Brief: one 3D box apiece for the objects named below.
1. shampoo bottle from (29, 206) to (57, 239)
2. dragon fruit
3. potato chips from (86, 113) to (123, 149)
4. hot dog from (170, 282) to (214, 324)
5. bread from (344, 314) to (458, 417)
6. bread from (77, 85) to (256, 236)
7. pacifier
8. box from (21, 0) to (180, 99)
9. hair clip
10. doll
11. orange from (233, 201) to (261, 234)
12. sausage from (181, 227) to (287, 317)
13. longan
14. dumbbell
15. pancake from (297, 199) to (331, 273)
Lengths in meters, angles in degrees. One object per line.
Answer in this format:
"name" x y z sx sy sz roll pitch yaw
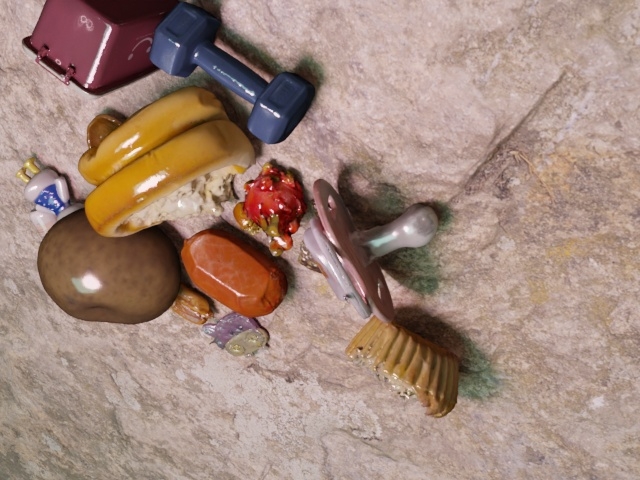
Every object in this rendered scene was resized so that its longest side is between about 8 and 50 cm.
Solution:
"shampoo bottle" -0.725 -0.010 2.258 0.074 0.074 0.192 -5 119 35
"dragon fruit" -0.097 -0.062 1.774 0.150 0.207 0.133 1 154 -16
"potato chips" -0.474 -0.211 1.965 0.150 0.049 0.201 -33 102 35
"hot dog" -0.373 0.146 2.155 0.236 0.062 0.092 32 133 13
"bread" 0.191 0.271 1.794 0.274 0.274 0.149 32 89 1
"bread" -0.339 -0.163 1.807 0.424 0.329 0.245 -29 68 38
"pacifier" 0.090 0.013 1.663 0.332 0.273 0.220 60 158 -19
"box" -0.419 -0.423 1.620 0.193 0.294 0.167 36 123 4
"hair clip" -0.217 0.247 2.136 0.187 0.056 0.146 -24 114 39
"doll" -0.677 -0.089 2.150 0.293 0.119 0.138 47 118 1
"orange" -0.160 -0.057 1.862 0.062 0.086 0.086 -42 96 4
"sausage" -0.205 0.075 1.930 0.268 0.153 0.141 32 163 7
"longan" -0.514 0.066 2.018 0.350 0.288 0.288 17 133 -6
"dumbbell" -0.174 -0.328 1.620 0.325 0.160 0.144 37 105 5
"pancake" 0.000 0.000 1.838 0.191 0.020 0.184 -27 106 41
